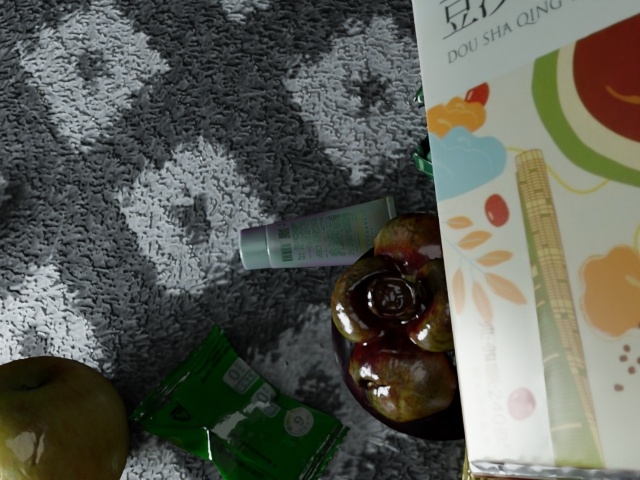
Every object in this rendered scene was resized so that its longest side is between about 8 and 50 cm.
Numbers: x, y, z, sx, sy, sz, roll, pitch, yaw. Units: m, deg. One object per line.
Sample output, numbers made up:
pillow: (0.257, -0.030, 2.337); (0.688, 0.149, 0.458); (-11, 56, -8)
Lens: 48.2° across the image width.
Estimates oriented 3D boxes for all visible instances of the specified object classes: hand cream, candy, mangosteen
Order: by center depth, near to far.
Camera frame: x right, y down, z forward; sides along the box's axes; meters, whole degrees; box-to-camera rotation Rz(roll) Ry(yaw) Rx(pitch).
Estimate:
mangosteen: (0.097, 0.073, 0.647); (0.212, 0.250, 0.211); (-11, 66, 26)
candy: (-0.087, 0.202, 0.760); (0.203, 0.078, 0.141); (36, 91, 9)
hand cream: (0.000, 0.000, 0.788); (0.174, 0.047, 0.076); (-8, 80, 2)

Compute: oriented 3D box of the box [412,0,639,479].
box: (0.236, -0.047, 0.443); (0.345, 0.122, 0.384); (-17, 75, 50)

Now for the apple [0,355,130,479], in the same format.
apple: (-0.290, 0.211, 0.753); (0.183, 0.182, 0.155); (3, 112, 12)

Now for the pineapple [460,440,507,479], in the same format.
pineapple: (0.181, 0.248, 0.700); (0.137, 0.069, 0.116); (44, 92, 12)

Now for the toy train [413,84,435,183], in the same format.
toy train: (0.202, -0.059, 0.691); (0.269, 0.154, 0.115); (35, 88, 14)
